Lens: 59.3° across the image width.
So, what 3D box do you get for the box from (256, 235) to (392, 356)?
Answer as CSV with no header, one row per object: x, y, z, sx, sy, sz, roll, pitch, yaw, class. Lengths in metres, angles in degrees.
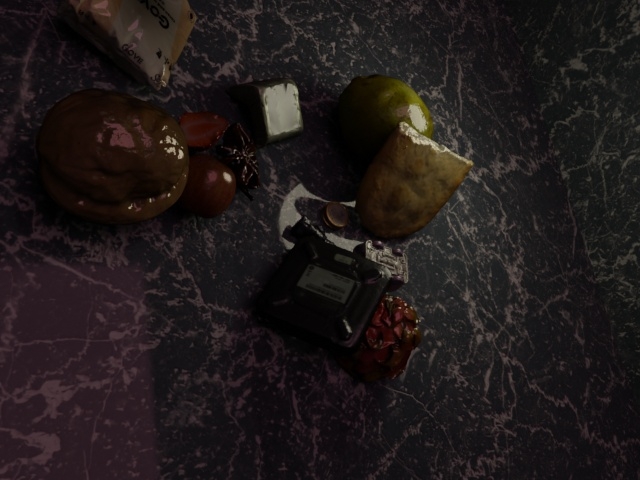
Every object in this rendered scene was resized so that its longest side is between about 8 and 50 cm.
0.011,0.162,1.770,0.360,0.091,0.350,20,54,14,box

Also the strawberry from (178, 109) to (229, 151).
-0.381,-0.350,1.798,0.187,0.082,0.146,-15,79,-2,strawberry

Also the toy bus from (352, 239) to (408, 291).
0.202,0.096,2.017,0.203,0.142,0.141,20,59,-29,toy bus

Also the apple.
-0.349,-0.165,1.689,0.188,0.188,0.173,32,95,-21,apple

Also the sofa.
-0.194,-0.461,2.018,0.210,0.176,0.225,-29,117,-41,sofa

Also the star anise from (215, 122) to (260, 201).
-0.273,-0.261,1.828,0.190,0.126,0.220,65,20,-58,star anise

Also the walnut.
-0.536,-0.225,1.466,0.384,0.384,0.383,15,62,-31,walnut

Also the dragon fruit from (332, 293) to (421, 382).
0.204,0.312,1.843,0.314,0.263,0.296,-22,84,-41,dragon fruit

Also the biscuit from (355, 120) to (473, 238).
0.329,-0.199,2.088,0.429,0.446,0.104,26,15,-43,biscuit

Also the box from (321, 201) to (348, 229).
0.053,-0.091,2.060,0.106,0.037,0.105,16,61,-31,box

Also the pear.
0.246,-0.449,2.171,0.413,0.352,0.352,43,51,-8,pear

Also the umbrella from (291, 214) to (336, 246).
0.001,-0.002,1.968,0.224,0.080,0.071,39,17,-21,umbrella

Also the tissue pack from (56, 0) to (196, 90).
-0.596,-0.708,1.767,0.376,0.195,0.389,34,53,-36,tissue pack
